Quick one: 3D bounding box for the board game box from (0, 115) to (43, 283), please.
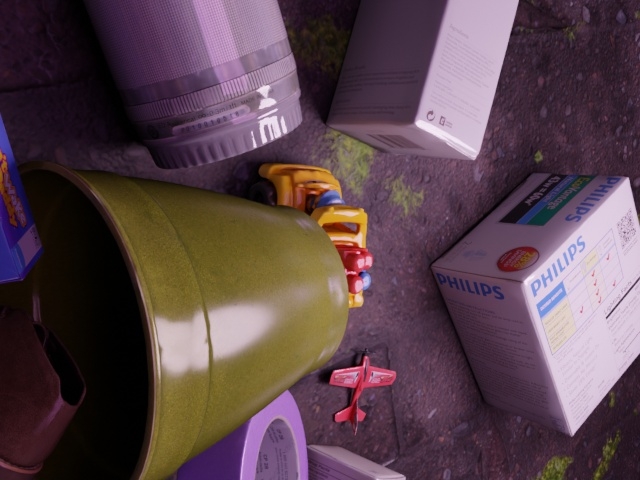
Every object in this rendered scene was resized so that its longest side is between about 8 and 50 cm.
[{"bbox_3d":[-0.457,-0.052,0.616,0.347,0.078,0.233,-10,110,-3],"label":"board game box"}]

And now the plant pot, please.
[{"bbox_3d":[-0.160,0.086,0.845,0.353,0.366,0.366,-8,102,-47],"label":"plant pot"}]

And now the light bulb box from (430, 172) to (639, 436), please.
[{"bbox_3d":[0.455,0.109,1.381,0.358,0.225,0.361,-38,117,-27],"label":"light bulb box"}]

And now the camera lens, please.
[{"bbox_3d":[-0.154,-0.249,0.853,0.219,0.219,0.274,-30,114,-31],"label":"camera lens"}]

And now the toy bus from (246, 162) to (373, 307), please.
[{"bbox_3d":[0.000,0.000,1.019,0.149,0.211,0.220,0,95,-37],"label":"toy bus"}]

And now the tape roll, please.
[{"bbox_3d":[-0.098,0.341,0.976,0.275,0.090,0.275,-4,90,-73],"label":"tape roll"}]

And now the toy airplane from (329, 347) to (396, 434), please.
[{"bbox_3d":[0.067,0.261,1.225,0.151,0.028,0.151,-6,100,-36],"label":"toy airplane"}]

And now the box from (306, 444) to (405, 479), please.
[{"bbox_3d":[0.010,0.502,1.128,0.121,0.148,0.311,29,79,-56],"label":"box"}]

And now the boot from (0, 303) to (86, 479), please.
[{"bbox_3d":[-0.329,0.105,0.719,0.115,0.305,0.112,-50,142,-1],"label":"boot"}]

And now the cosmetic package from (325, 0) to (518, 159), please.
[{"bbox_3d":[0.172,-0.336,1.103,0.156,0.217,0.385,20,86,-38],"label":"cosmetic package"}]
